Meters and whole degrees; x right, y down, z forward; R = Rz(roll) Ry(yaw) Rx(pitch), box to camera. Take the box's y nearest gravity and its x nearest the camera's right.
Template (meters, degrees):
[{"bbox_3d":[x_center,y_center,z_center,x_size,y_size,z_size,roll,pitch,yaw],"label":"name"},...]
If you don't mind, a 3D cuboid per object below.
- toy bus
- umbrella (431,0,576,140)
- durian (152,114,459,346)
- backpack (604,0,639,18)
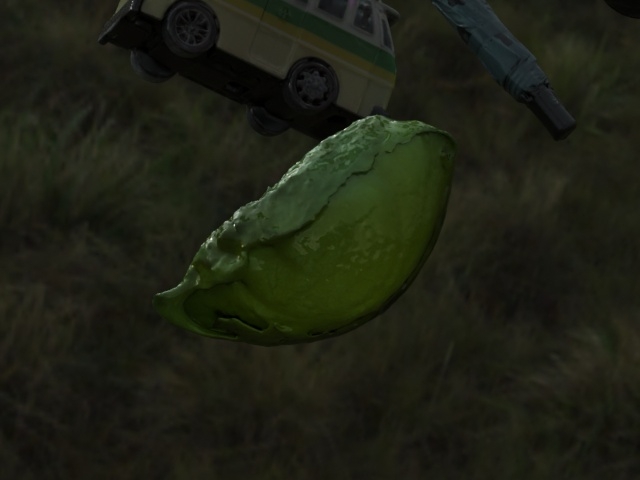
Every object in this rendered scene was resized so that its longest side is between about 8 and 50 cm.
[{"bbox_3d":[-0.061,-0.229,1.596,0.305,0.179,0.143,24,-17,-17],"label":"toy bus"},{"bbox_3d":[0.209,-0.218,1.713,0.250,0.052,0.053,53,14,17],"label":"umbrella"},{"bbox_3d":[0.000,0.000,1.110,0.139,0.250,0.101,50,2,-27],"label":"durian"},{"bbox_3d":[0.249,-0.271,1.199,0.258,0.133,0.206,47,-11,-26],"label":"backpack"}]
